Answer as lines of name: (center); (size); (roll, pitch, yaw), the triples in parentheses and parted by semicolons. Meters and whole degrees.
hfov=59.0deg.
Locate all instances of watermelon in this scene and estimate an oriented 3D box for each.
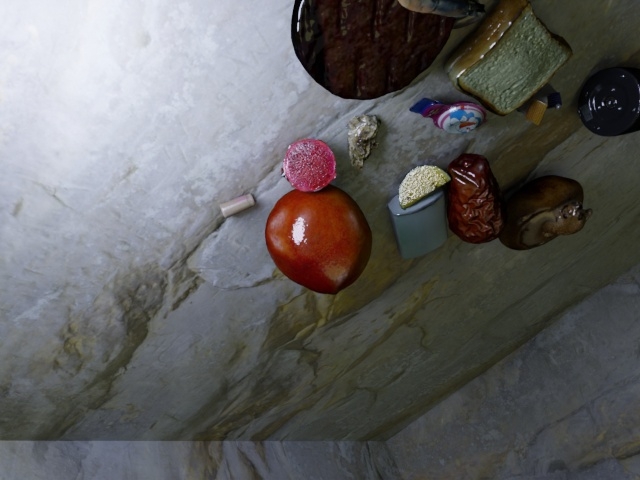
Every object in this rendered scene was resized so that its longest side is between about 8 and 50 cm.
watermelon: (0.313, -0.190, 1.795); (0.181, 0.092, 0.075); (-31, 130, 21)

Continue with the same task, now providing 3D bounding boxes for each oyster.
oyster: (0.126, -0.282, 1.600); (0.108, 0.053, 0.166); (-22, 138, -23)

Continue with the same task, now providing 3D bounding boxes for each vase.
vase: (0.346, -0.550, 1.397); (0.100, 0.053, 0.053); (-25, 144, 7)

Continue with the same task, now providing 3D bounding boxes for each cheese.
cheese: (0.373, -0.360, 1.623); (0.244, 0.062, 0.155); (9, 159, -26)

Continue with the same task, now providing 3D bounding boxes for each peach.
peach: (0.000, 0.000, 1.639); (0.307, 0.333, 0.308); (-19, 157, -8)

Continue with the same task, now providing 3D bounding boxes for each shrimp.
shrimp: (0.286, -0.572, 1.199); (0.261, 0.051, 0.198); (3, 132, -26)

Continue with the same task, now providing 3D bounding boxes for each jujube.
jujube: (0.507, -0.135, 1.867); (0.216, 0.216, 0.342); (-24, 136, -2)

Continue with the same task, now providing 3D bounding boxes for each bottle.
bottle: (-0.236, -0.100, 1.614); (0.096, 0.045, 0.045); (-23, 144, -8)

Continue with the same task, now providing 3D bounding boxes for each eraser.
eraser: (0.343, -0.064, 1.952); (0.189, 0.104, 0.290); (-28, 144, -4)

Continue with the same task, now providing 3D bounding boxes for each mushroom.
mushroom: (0.815, -0.075, 2.085); (0.345, 0.260, 0.345); (-16, 142, -13)

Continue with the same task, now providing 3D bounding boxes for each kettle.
kettle: (0.982, -0.440, 1.823); (0.290, 0.208, 0.268); (-13, 172, -31)

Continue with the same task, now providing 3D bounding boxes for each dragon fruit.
dragon fruit: (-0.039, -0.201, 1.569); (0.153, 0.153, 0.111); (-21, -178, -6)

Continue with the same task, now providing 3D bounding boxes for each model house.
model house: (0.671, -0.412, 1.718); (0.100, 0.100, 0.088); (-16, 143, -14)

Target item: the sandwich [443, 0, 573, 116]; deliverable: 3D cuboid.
sandwich: (0.507, -0.487, 1.533); (0.301, 0.099, 0.271); (14, 134, -44)

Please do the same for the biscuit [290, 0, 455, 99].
biscuit: (0.122, -0.513, 1.281); (0.407, 0.091, 0.407); (-15, 140, -13)
